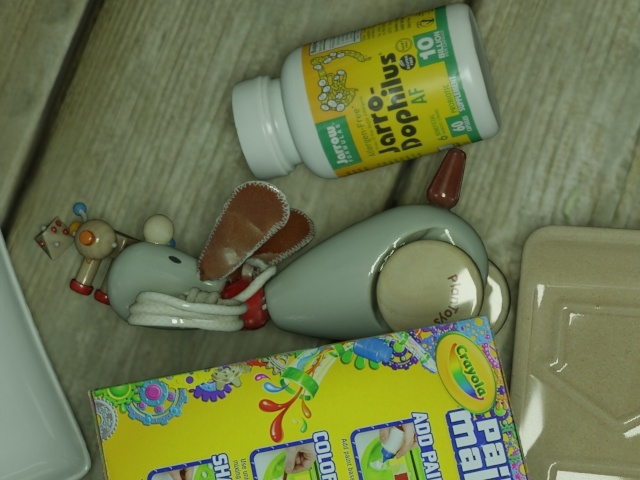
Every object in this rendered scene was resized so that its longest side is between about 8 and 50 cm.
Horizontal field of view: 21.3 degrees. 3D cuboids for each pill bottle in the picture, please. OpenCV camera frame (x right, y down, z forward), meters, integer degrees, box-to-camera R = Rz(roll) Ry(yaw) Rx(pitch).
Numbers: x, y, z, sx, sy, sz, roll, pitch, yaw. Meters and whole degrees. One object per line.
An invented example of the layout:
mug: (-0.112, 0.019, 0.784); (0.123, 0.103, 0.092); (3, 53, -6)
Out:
pill bottle: (0.037, -0.118, 1.427); (0.208, 0.117, 0.117); (-14, 77, 11)

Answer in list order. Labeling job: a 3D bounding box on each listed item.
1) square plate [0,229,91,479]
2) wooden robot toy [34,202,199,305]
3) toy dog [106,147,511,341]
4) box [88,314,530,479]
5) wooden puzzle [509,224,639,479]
square plate: (-0.407, 0.121, 1.530); (0.347, 0.049, 0.344); (-25, 75, 8)
wooden robot toy: (-0.186, 0.015, 1.479); (0.173, 0.079, 0.076); (21, 85, 17)
toy dog: (0.000, 0.000, 1.377); (0.334, 0.220, 0.161); (5, 86, -9)
box: (-0.011, 0.192, 1.255); (0.279, 0.290, 0.177); (-11, 74, -7)
wooden puzzle: (0.308, 0.171, 1.335); (0.322, 0.080, 0.347); (4, 86, 15)
